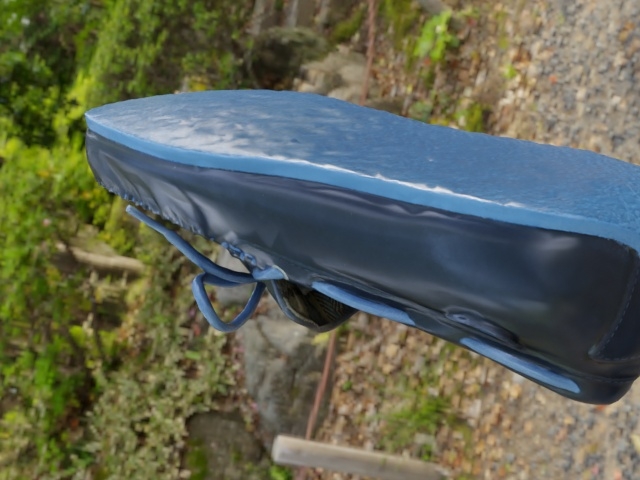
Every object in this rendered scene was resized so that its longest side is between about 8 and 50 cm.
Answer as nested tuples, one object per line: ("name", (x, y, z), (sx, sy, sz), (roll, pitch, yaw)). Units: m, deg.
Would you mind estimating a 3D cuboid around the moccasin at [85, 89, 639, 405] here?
("moccasin", (0.000, 0.000, 0.498), (0.342, 0.138, 0.116), (20, 122, 38))
